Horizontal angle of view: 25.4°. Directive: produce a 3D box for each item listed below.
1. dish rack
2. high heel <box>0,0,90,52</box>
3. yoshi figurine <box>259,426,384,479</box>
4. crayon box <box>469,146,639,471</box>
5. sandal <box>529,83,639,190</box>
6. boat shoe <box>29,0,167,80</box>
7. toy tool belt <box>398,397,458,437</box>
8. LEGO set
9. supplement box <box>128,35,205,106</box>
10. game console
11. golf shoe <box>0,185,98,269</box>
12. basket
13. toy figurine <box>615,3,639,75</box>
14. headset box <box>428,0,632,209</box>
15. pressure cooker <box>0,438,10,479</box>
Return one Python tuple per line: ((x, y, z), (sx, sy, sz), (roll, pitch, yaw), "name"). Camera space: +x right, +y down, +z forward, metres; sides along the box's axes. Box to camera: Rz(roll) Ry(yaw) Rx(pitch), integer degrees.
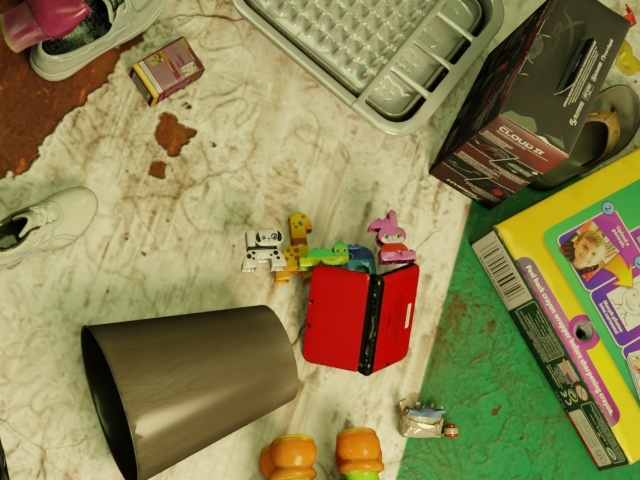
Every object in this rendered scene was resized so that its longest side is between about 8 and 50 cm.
((0.059, -0.323, 1.960), (0.333, 0.072, 0.285), (40, 71, -3), "dish rack")
((-0.362, -0.359, 1.806), (0.117, 0.082, 0.244), (-23, 58, 15), "high heel")
((0.022, 0.427, 1.740), (0.203, 0.203, 0.362), (26, 47, -50), "yoshi figurine")
((0.432, 0.080, 1.947), (0.313, 0.106, 0.363), (-27, 84, -21), "crayon box")
((0.378, -0.149, 2.012), (0.219, 0.060, 0.090), (-31, 87, -20), "sandal")
((-0.280, -0.292, 1.851), (0.227, 0.081, 0.079), (-42, 90, -20), "boat shoe")
((0.142, 0.232, 1.857), (0.083, 0.052, 0.051), (2, 85, -16), "toy tool belt")
((0.000, 0.000, 1.858), (0.227, 0.087, 0.093), (-3, 70, -13), "LEGO set")
((-0.203, -0.223, 1.876), (0.083, 0.043, 0.055), (-32, 87, -19), "supplement box")
((0.054, 0.093, 1.845), (0.124, 0.085, 0.144), (-19, 125, -43), "game console")
((-0.350, -0.018, 1.763), (0.176, 0.086, 0.069), (-33, 85, -22), "golf shoe")
((-0.155, 0.168, 1.741), (0.226, 0.154, 0.204), (-17, 83, -23), "basket")
((0.577, -0.186, 1.993), (0.191, 0.217, 0.362), (-38, 66, 8), "toy figurine")
((0.277, -0.189, 1.870), (0.110, 0.293, 0.218), (30, 70, -7), "headset box")
((-0.530, 0.338, 1.475), (0.420, 0.370, 0.376), (-13, 77, -22), "pressure cooker")
